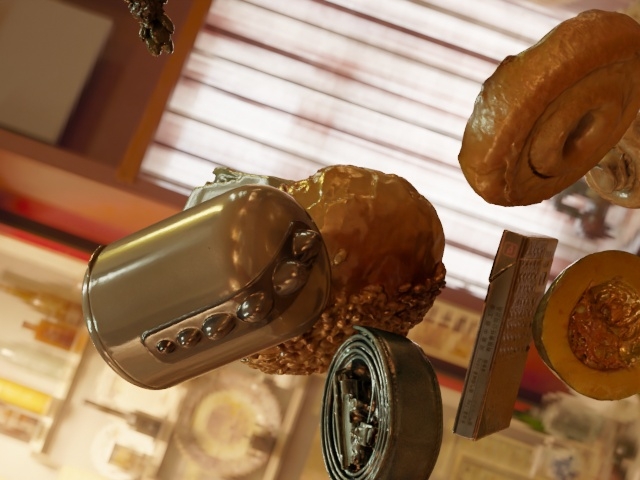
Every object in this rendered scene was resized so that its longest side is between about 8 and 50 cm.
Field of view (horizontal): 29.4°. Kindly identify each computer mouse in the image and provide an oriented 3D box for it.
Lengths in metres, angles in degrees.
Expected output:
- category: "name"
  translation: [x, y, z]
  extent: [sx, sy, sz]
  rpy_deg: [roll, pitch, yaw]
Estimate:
- category: "computer mouse"
  translation: [-0.121, -0.017, 2.403]
  extent: [0.429, 0.145, 0.228]
  rpy_deg: [8, 84, 51]

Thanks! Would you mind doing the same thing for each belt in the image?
- category: "belt"
  translation: [0.077, 0.237, 1.713]
  extent: [0.206, 0.116, 0.267]
  rpy_deg: [-53, 35, 42]

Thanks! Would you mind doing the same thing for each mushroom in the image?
- category: "mushroom"
  translation: [0.479, -0.126, 1.934]
  extent: [0.127, 0.166, 0.166]
  rpy_deg: [-29, -20, -23]

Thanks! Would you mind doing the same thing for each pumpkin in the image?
- category: "pumpkin"
  translation: [0.396, 0.122, 1.768]
  extent: [0.110, 0.217, 0.217]
  rpy_deg: [-2, 67, 68]

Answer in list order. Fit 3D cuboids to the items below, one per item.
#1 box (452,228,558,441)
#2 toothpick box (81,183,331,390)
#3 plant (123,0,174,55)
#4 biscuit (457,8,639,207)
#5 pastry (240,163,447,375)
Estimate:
- category: "box"
  translation: [0.292, 0.145, 1.915]
  extent: [0.180, 0.047, 0.324]
  rpy_deg: [3, -78, -64]
- category: "toothpick box"
  translation: [-0.128, 0.058, 1.531]
  extent: [0.316, 0.229, 0.229]
  rpy_deg: [-23, 30, 32]
- category: "plant"
  translation: [-0.309, -0.411, 2.223]
  extent: [0.085, 0.087, 0.174]
  rpy_deg: [-31, -54, -22]
- category: "biscuit"
  translation: [0.310, -0.159, 1.566]
  extent: [0.296, 0.102, 0.296]
  rpy_deg: [-30, -29, -19]
- category: "pastry"
  translation: [0.011, 0.063, 1.917]
  extent: [0.409, 0.410, 0.245]
  rpy_deg: [108, 147, -55]
